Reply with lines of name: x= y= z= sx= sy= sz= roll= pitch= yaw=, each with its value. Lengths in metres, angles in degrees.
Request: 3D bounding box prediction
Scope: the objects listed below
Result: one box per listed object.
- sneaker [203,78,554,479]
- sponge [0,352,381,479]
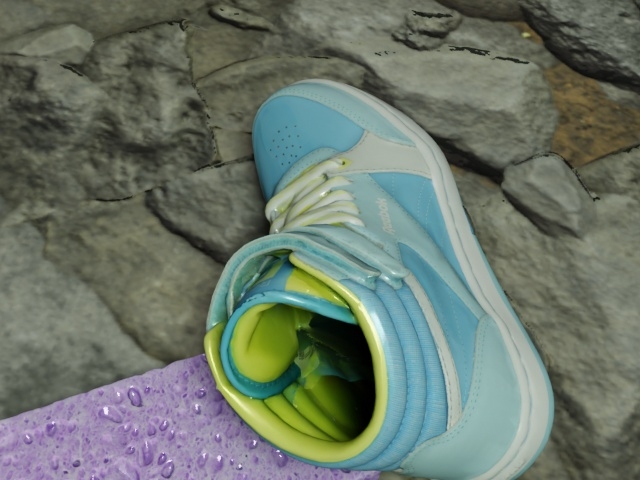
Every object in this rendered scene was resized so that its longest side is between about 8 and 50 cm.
sneaker: x=0.000 y=0.000 z=0.613 sx=0.208 sy=0.127 sz=0.319 roll=13 pitch=38 yaw=-49
sponge: x=-0.083 y=0.130 z=0.608 sx=0.210 sy=0.031 sz=0.117 roll=-17 pitch=57 yaw=-22
